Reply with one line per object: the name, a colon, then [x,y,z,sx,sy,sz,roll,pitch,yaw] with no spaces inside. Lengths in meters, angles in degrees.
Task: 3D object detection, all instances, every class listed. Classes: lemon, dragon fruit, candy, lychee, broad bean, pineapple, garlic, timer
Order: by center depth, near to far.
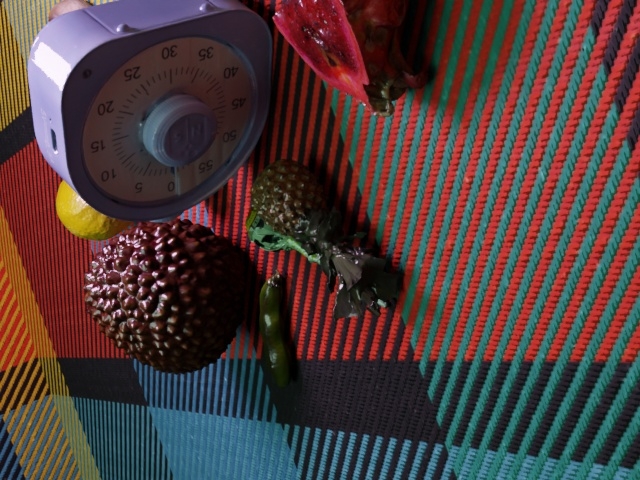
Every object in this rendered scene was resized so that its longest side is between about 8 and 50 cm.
dragon fruit: [0.058,-0.265,1.252,0.211,0.134,0.262,62,167,-11]
pineapple: [0.000,0.000,1.496,0.130,0.119,0.277,-48,58,10]
timer: [-0.249,-0.190,1.539,0.173,0.395,0.395,39,139,36]
candy: [-0.001,0.022,1.583,0.305,0.091,0.083,33,148,29]
broad bean: [-0.084,0.163,1.809,0.065,0.046,0.254,18,123,38]
lychee: [-0.283,0.105,1.860,0.306,0.330,0.306,-31,52,51]
garlic: [-0.511,-0.455,2.075,0.195,0.087,0.101,30,146,43]
lemon: [-0.494,-0.085,2.189,0.193,0.180,0.180,-25,86,37]
